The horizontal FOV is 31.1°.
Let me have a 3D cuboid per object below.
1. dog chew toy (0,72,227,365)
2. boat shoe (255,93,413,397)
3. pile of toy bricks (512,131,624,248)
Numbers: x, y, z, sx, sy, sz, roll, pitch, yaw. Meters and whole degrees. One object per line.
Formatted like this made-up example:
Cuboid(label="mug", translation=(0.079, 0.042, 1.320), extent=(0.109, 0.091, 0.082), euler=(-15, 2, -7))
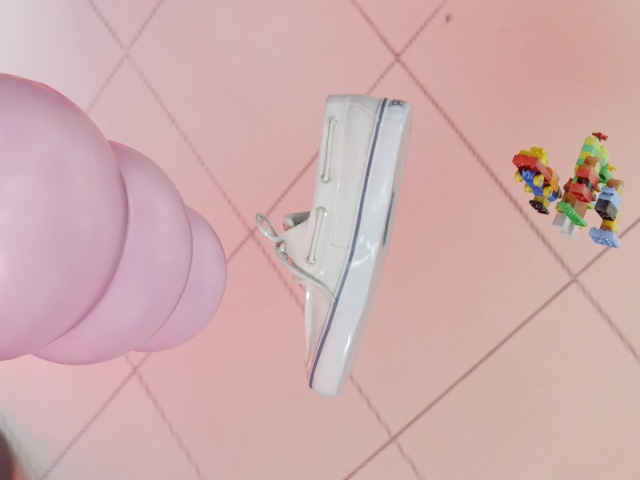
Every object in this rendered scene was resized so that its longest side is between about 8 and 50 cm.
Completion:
Cuboid(label="dog chew toy", translation=(-0.195, 0.004, 0.875), extent=(0.207, 0.332, 0.206), euler=(-10, 70, 30))
Cuboid(label="boat shoe", translation=(-0.001, -0.001, 1.386), extent=(0.157, 0.136, 0.367), euler=(13, 98, 10))
Cuboid(label="pile of toy bricks", translation=(0.314, -0.076, 1.360), extent=(0.118, 0.212, 0.105), euler=(15, 77, 35))
